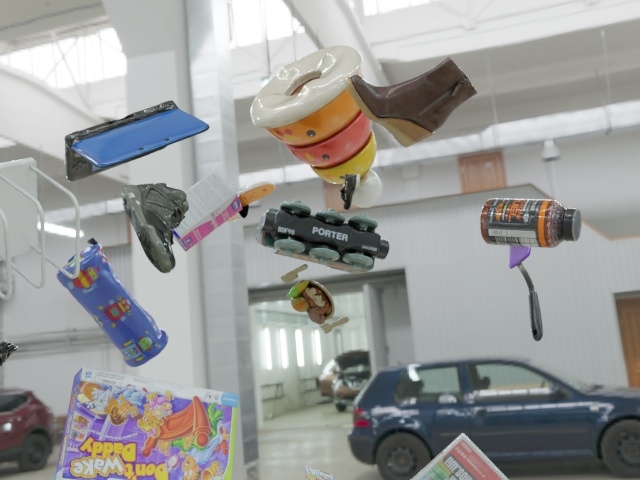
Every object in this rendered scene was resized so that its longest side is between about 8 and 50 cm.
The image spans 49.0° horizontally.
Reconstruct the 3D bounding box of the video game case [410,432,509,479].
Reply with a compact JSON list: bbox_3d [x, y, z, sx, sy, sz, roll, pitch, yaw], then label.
[{"bbox_3d":[0.363,0.700,1.935,0.285,0.204,0.025,-46,-6,9],"label":"video game case"}]

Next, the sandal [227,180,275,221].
[{"bbox_3d":[-0.271,-0.120,2.403,0.265,0.076,0.102,-25,-30,17],"label":"sandal"}]

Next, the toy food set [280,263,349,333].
[{"bbox_3d":[-0.022,0.157,1.776,0.132,0.192,0.038,-33,8,49],"label":"toy food set"}]

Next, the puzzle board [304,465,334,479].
[{"bbox_3d":[0.002,0.868,2.530,0.128,0.096,0.011,27,-64,-25],"label":"puzzle board"}]

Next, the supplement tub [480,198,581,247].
[{"bbox_3d":[0.453,-0.038,1.511,0.198,0.106,0.106,3,-3,34],"label":"supplement tub"}]

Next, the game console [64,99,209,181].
[{"bbox_3d":[-0.445,-0.211,1.697,0.293,0.173,0.250,-26,-19,-31],"label":"game console"}]

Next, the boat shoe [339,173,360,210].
[{"bbox_3d":[0.065,-0.115,1.666,0.038,0.046,0.125,7,-30,-5],"label":"boat shoe"}]

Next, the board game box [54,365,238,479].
[{"bbox_3d":[-0.353,0.415,1.465,0.347,0.233,0.078,17,-33,-26],"label":"board game box"}]

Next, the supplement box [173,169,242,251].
[{"bbox_3d":[-0.355,-0.088,2.076,0.220,0.114,0.111,-40,-20,-12],"label":"supplement box"}]

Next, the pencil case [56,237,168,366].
[{"bbox_3d":[-0.482,0.149,1.628,0.119,0.306,0.133,-38,22,-17],"label":"pencil case"}]

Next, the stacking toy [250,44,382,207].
[{"bbox_3d":[0.055,-0.284,2.031,0.350,0.350,0.480,-12,-53,35],"label":"stacking toy"}]

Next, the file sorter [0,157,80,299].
[{"bbox_3d":[-0.579,0.001,1.201,0.173,0.193,0.277,30,34,31],"label":"file sorter"}]

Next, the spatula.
[{"bbox_3d":[0.496,0.105,1.674,0.030,0.296,0.084,14,-37,-24],"label":"spatula"}]

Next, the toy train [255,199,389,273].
[{"bbox_3d":[0.000,0.000,1.755,0.334,0.142,0.190,12,-17,-15],"label":"toy train"}]

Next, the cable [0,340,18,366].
[{"bbox_3d":[-0.916,0.339,1.952,0.150,0.047,0.184,-41,-8,-15],"label":"cable"}]

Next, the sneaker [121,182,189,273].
[{"bbox_3d":[-0.314,-0.037,1.433,0.130,0.227,0.087,-15,-39,-23],"label":"sneaker"}]

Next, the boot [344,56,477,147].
[{"bbox_3d":[0.195,-0.329,1.510,0.207,0.090,0.248,-39,-52,22],"label":"boot"}]
